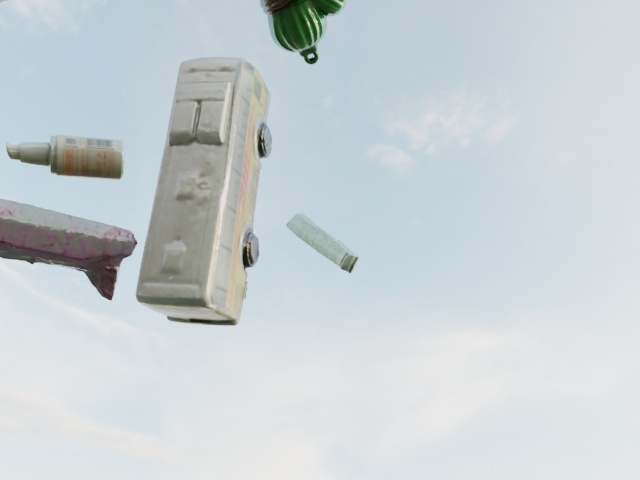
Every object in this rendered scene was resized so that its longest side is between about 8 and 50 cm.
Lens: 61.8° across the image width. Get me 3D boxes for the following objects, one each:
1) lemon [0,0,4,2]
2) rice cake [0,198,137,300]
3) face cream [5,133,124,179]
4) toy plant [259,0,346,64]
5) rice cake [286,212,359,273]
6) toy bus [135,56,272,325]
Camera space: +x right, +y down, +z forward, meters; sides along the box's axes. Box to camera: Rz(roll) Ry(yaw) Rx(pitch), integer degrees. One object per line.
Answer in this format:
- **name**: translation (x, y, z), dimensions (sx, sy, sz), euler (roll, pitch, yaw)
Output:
- **lemon**: translation (-0.574, -0.532, 0.947), dimensions (0.170, 0.170, 0.207), euler (11, -59, -5)
- **rice cake**: translation (-0.339, -0.005, 0.536), dimensions (0.290, 0.081, 0.051), euler (14, -11, -18)
- **face cream**: translation (-0.600, -0.200, 1.267), dimensions (0.252, 0.101, 0.101), euler (1, -36, -25)
- **toy plant**: translation (-0.031, -0.396, 0.890), dimensions (0.143, 0.105, 0.200), euler (-25, -55, 8)
- **rice cake**: translation (0.000, -0.001, 0.812), dimensions (0.029, 0.171, 0.033), euler (19, -78, -40)
- **toy bus**: translation (-0.109, -0.055, 0.528), dimensions (0.092, 0.268, 0.106), euler (2, -18, 12)
